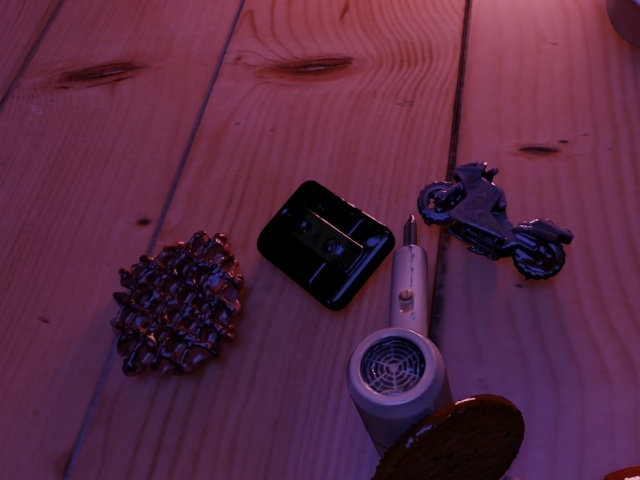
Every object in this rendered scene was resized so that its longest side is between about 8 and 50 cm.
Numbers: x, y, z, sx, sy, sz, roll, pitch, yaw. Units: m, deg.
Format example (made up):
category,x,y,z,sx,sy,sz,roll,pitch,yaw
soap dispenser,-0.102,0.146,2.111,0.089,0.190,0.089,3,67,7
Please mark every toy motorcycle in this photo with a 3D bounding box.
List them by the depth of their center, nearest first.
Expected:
category,x,y,z,sx,sy,sz,roll,pitch,yaw
toy motorcycle,0.246,-0.034,0.773,0.215,0.080,0.122,32,76,23

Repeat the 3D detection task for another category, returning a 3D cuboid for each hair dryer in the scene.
category,x,y,z,sx,sy,sz,roll,pitch,yaw
hair dryer,0.107,0.087,0.708,0.107,0.173,0.357,-5,47,14

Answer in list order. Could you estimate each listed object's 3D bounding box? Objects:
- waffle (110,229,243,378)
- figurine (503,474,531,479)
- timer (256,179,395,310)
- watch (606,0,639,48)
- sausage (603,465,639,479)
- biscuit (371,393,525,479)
category,x,y,z,sx,sy,sz,roll,pitch,yaw
waffle,-0.216,0.096,0.840,0.221,0.055,0.234,-22,53,5
figurine,0.235,0.298,0.608,0.050,0.047,0.083,-3,52,-3
timer,0.000,0.000,0.820,0.187,0.055,0.144,35,83,34
watch,0.542,-0.411,0.868,0.244,0.196,0.231,9,86,21
sausage,0.302,0.307,0.555,0.089,0.089,0.179,19,68,24
biscuit,0.136,0.234,0.588,0.188,0.188,0.027,-34,38,-5
